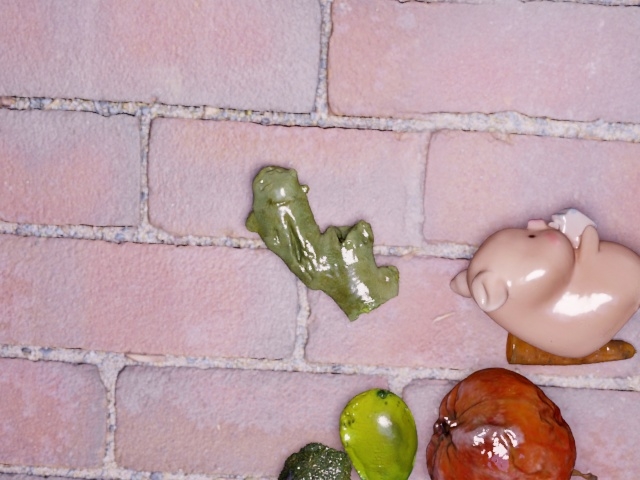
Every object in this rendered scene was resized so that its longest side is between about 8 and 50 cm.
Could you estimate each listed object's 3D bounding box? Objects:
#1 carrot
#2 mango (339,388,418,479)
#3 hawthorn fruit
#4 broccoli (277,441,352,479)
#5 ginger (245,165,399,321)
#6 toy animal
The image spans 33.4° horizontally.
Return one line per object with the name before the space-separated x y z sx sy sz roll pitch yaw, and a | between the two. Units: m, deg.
carrot | 0.403 0.173 1.702 0.209 0.061 0.061 4 99 -4
mango | 0.096 0.320 1.704 0.119 0.100 0.179 -5 106 17
hawthorn fruit | 0.304 0.332 1.641 0.271 0.242 0.242 25 98 -10
broccoli | -0.009 0.398 1.701 0.162 0.138 0.146 -17 59 37
ginger | 0.003 0.004 1.663 0.290 0.089 0.137 37 116 -1
toy animal | 0.359 0.059 1.615 0.256 0.195 0.213 29 90 -1
